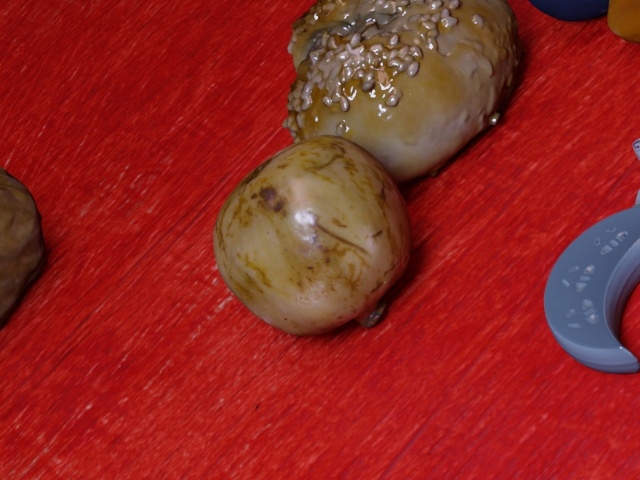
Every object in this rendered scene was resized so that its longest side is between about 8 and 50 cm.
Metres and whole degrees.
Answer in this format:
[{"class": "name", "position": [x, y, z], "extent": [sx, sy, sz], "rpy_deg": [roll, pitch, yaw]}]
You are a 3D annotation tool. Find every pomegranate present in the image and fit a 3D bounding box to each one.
[{"class": "pomegranate", "position": [0.000, 0.000, 1.815], "extent": [0.215, 0.215, 0.215], "rpy_deg": [-22, 39, 19]}]

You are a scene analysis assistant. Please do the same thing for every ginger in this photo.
[{"class": "ginger", "position": [-0.475, 0.021, 2.160], "extent": [0.200, 0.223, 0.269], "rpy_deg": [20, 62, 45]}]

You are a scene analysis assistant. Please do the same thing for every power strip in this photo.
[{"class": "power strip", "position": [0.293, 0.033, 1.654], "extent": [0.137, 0.044, 0.216], "rpy_deg": [4, 53, 43]}]

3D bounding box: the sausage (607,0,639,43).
[{"class": "sausage", "position": [0.425, -0.268, 1.836], "extent": [0.238, 0.098, 0.098], "rpy_deg": [-6, 46, 38]}]

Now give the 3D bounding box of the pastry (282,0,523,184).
[{"class": "pastry", "position": [0.084, -0.216, 1.980], "extent": [0.284, 0.184, 0.316], "rpy_deg": [-4, 47, 36]}]

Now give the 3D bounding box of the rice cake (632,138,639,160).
[{"class": "rice cake", "position": [0.411, -0.141, 1.756], "extent": [0.207, 0.033, 0.033], "rpy_deg": [-37, 34, 1]}]

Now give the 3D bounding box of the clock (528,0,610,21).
[{"class": "clock", "position": [0.302, -0.367, 1.990], "extent": [0.146, 0.200, 0.243], "rpy_deg": [12, 44, 0]}]
